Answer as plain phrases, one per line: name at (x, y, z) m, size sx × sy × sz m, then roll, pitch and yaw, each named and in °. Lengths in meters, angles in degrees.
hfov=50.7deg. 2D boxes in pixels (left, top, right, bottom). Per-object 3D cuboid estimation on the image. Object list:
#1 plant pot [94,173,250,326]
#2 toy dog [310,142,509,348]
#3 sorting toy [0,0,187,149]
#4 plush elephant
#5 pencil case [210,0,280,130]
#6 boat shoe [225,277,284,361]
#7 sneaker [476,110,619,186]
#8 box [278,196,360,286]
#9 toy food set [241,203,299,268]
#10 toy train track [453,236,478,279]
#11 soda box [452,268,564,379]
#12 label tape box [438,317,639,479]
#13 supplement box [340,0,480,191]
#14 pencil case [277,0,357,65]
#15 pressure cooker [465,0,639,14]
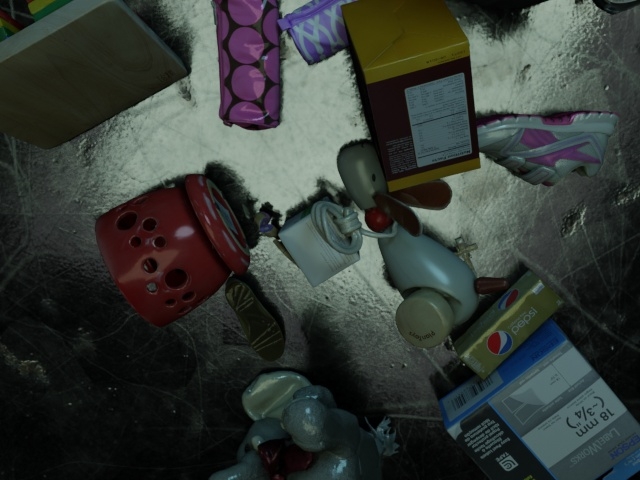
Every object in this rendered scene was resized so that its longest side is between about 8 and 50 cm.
plant pot at (-0.208, 0.009, 1.005) m, size 0.174 × 0.191 × 0.191 m, roll -27°, pitch 101°, yaw 3°
toy dog at (0.157, -0.002, 1.001) m, size 0.161 × 0.220 × 0.333 m, roll -28°, pitch 111°, yaw 32°
sorting toy at (-0.352, -0.247, 0.924) m, size 0.255 × 0.257 × 0.089 m, roll -27°, pitch 81°, yaw 5°
plush elephant at (-0.048, 0.353, 1.061) m, size 0.255 × 0.330 × 0.271 m, roll -7°, pitch 90°, yaw 25°
pencil case at (-0.110, -0.266, 0.990) m, size 0.098 × 0.095 × 0.209 m, roll -7°, pitch 104°, yaw -22°
boat shoe at (-0.109, 0.129, 1.108) m, size 0.056 × 0.048 × 0.153 m, roll -34°, pitch 107°, yaw -5°
sneaker at (0.316, -0.134, 1.010) m, size 0.252 × 0.103 × 0.111 m, roll -2°, pitch 101°, yaw 2°
box at (0.000, 0.000, 1.043) m, size 0.087 × 0.101 × 0.102 m, roll -33°, pitch 99°, yaw 9°
toy food set at (-0.072, -0.013, 1.058) m, size 0.019 × 0.078 × 0.122 m, roll -42°, pitch 115°, yaw 5°
toy train track at (0.239, 0.035, 1.094) m, size 0.048 × 0.014 × 0.083 m, roll -24°, pitch 102°, yaw 6°
soda box at (0.300, 0.135, 1.091) m, size 0.058 × 0.061 × 0.181 m, roll 43°, pitch 100°, yaw -9°
label tape box at (0.396, 0.333, 1.114) m, size 0.241 × 0.106 × 0.333 m, roll -40°, pitch 99°, yaw 9°
supplement box at (0.121, -0.208, 0.914) m, size 0.129 × 0.191 × 0.194 m, roll -15°, pitch 132°, yaw 4°
pencil case at (0.046, -0.335, 0.971) m, size 0.206 × 0.088 × 0.086 m, roll -31°, pitch 70°, yaw 7°
pressure cooker at (0.268, -0.466, 0.773) m, size 0.370 × 0.420 × 0.375 m, roll 22°, pitch 101°, yaw -4°
